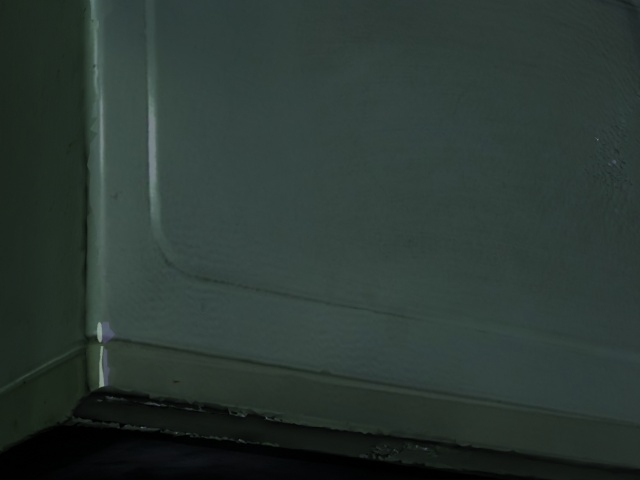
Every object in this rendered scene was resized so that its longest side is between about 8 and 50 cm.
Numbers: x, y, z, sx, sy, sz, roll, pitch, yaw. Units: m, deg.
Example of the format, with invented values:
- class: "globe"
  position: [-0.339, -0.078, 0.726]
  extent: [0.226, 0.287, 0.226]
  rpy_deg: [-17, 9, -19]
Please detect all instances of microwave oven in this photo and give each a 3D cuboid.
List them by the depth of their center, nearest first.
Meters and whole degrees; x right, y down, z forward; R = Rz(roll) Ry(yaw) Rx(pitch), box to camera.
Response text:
- class: "microwave oven"
  position: [0.000, 0.000, 0.481]
  extent: [0.205, 0.129, 0.163]
  rpy_deg: [13, 63, -33]
